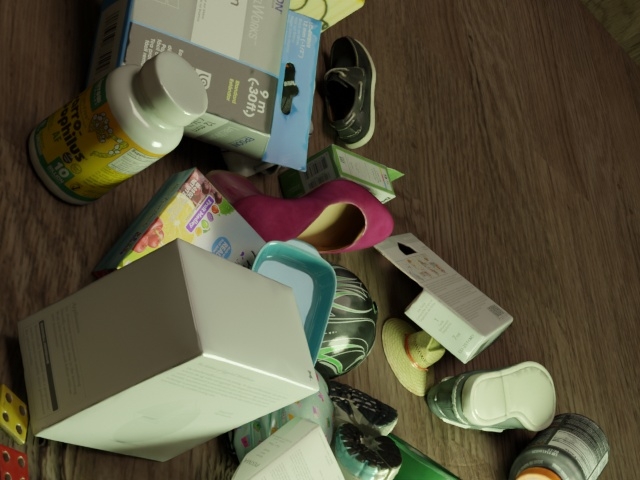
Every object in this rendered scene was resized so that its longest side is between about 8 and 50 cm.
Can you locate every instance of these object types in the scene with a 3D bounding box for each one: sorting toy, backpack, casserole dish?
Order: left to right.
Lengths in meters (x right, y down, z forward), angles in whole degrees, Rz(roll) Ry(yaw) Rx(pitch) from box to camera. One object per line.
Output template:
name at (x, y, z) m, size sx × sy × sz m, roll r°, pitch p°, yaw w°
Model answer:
sorting toy at (-0.368, 0.168, 1.219) m, size 0.274 × 0.046 × 0.132 m, roll 38°, pitch 34°, yaw -59°
casserole dish at (-0.049, 0.089, 1.596) m, size 0.114 × 0.037 × 0.188 m, roll 23°, pitch 67°, yaw -18°
backpack at (-0.049, 0.220, 1.633) m, size 0.152 × 0.115 × 0.182 m, roll 47°, pitch 34°, yaw -29°

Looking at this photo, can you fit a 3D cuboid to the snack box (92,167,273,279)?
snack box at (-0.149, 0.044, 1.608) m, size 0.207 × 0.070 × 0.174 m, roll 48°, pitch 59°, yaw -24°

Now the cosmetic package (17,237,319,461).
cosmetic package at (-0.162, 0.125, 1.399) m, size 0.224 × 0.225 × 0.138 m, roll 28°, pitch 42°, yaw -55°

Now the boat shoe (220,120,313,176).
boat shoe at (-0.083, -0.136, 1.957) m, size 0.226 × 0.083 × 0.075 m, roll -19°, pitch 104°, yaw -56°

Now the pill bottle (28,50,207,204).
pill bottle at (-0.238, -0.137, 1.548) m, size 0.117 × 0.208 × 0.117 m, roll 39°, pitch 36°, yaw -35°

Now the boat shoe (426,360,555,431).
boat shoe at (0.290, 0.260, 2.152) m, size 0.319 × 0.099 × 0.116 m, roll 8°, pitch 78°, yaw -54°

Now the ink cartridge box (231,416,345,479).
ink cartridge box at (-0.060, 0.340, 1.494) m, size 0.225 × 0.056 × 0.181 m, roll -34°, pitch 112°, yaw -28°

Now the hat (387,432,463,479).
hat at (0.117, 0.394, 1.838) m, size 0.208 × 0.183 × 0.173 m, roll 29°, pitch -5°, yaw 41°

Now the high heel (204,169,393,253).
high heel at (0.000, 0.000, 1.859) m, size 0.377 × 0.127 × 0.181 m, roll 5°, pitch 33°, yaw -42°

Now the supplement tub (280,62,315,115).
supplement tub at (-0.098, -0.233, 1.959) m, size 0.117 × 0.117 × 0.190 m, roll 62°, pitch 28°, yaw 3°

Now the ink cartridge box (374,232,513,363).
ink cartridge box at (0.190, 0.089, 2.147) m, size 0.239 × 0.060 × 0.275 m, roll 39°, pitch 14°, yaw 12°

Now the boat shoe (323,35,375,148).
boat shoe at (0.045, -0.273, 2.260) m, size 0.079 × 0.084 × 0.233 m, roll 34°, pitch 42°, yaw -41°

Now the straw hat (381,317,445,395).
straw hat at (0.164, 0.173, 2.074) m, size 0.144 × 0.061 × 0.144 m, roll 39°, pitch 35°, yaw -35°

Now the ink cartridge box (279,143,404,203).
ink cartridge box at (0.043, -0.080, 2.056) m, size 0.209 × 0.109 × 0.062 m, roll 16°, pitch 51°, yaw -53°

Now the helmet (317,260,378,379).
helmet at (-0.013, 0.105, 1.755) m, size 0.161 × 0.169 × 0.169 m, roll 42°, pitch 31°, yaw -55°

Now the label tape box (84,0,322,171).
label tape box at (-0.128, -0.262, 1.775) m, size 0.348 × 0.115 × 0.249 m, roll 16°, pitch 71°, yaw -30°

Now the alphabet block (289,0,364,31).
alphabet block at (-0.072, -0.443, 2.106) m, size 0.192 × 0.197 × 0.193 m, roll 25°, pitch 45°, yaw -47°

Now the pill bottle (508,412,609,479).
pill bottle at (0.395, 0.387, 2.180) m, size 0.130 × 0.130 × 0.246 m, roll 62°, pitch 29°, yaw 2°

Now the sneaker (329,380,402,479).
sneaker at (0.033, 0.282, 1.739) m, size 0.110 × 0.122 × 0.283 m, roll 25°, pitch 14°, yaw -4°
